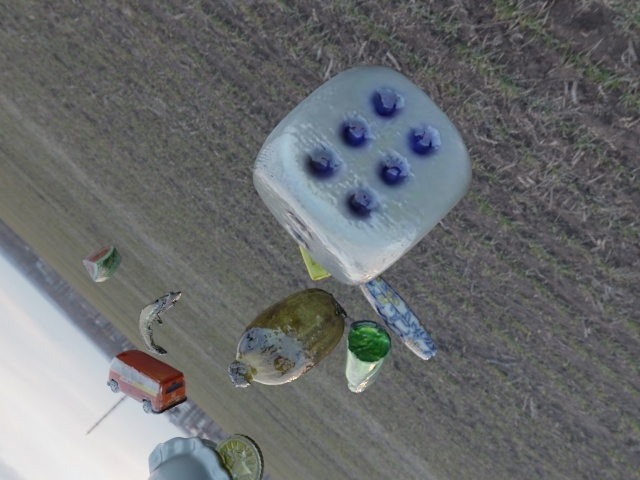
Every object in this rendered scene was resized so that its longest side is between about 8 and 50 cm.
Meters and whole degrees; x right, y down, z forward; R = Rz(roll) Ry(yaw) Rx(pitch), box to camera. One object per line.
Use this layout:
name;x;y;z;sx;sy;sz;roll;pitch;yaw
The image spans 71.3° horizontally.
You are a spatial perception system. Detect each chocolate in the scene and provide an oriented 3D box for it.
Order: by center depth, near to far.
chocolate;0.106;0.309;1.115;0.110;0.110;0.291;33;149;20

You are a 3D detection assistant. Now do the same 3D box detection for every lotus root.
lotus root;-0.065;0.194;0.867;0.145;0.260;0.128;57;166;-3

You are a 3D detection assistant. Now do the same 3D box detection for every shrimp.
shrimp;-0.411;0.219;1.164;0.195;0.035;0.147;-32;63;30

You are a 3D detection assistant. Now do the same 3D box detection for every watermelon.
watermelon;-0.527;0.054;1.090;0.072;0.085;0.092;44;142;21

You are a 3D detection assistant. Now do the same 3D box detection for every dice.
dice;0.045;-0.071;0.537;0.194;0.193;0.192;49;171;2

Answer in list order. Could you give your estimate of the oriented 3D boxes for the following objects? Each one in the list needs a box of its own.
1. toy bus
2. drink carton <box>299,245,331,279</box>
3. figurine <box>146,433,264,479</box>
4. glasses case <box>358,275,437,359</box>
toy bus;-0.347;0.274;0.885;0.174;0.079;0.077;15;104;30
drink carton;0.000;0.000;1.155;0.351;0.111;0.154;-152;43;-87
figurine;-0.176;0.300;0.467;0.143;0.271;0.143;42;-164;-15
glasses case;0.167;0.161;0.999;0.248;0.065;0.087;51;168;5
